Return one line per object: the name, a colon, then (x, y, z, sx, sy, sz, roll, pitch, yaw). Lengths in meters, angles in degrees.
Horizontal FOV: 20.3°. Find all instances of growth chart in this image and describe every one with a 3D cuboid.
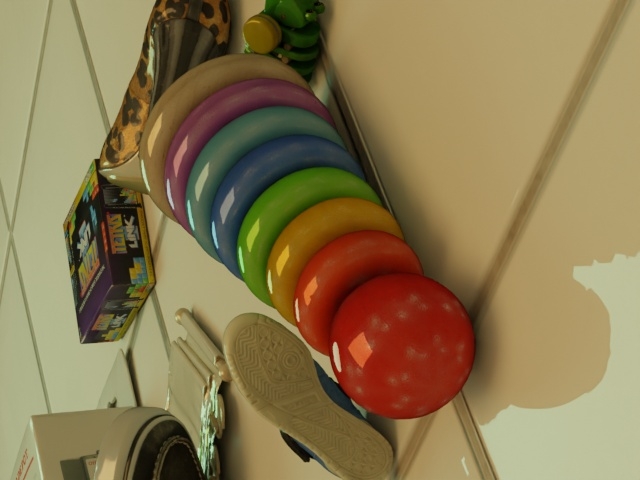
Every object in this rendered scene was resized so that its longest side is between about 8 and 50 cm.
growth chart: (-0.116, 0.183, 1.635, 0.172, 0.021, 0.237, -127, 39, -55)

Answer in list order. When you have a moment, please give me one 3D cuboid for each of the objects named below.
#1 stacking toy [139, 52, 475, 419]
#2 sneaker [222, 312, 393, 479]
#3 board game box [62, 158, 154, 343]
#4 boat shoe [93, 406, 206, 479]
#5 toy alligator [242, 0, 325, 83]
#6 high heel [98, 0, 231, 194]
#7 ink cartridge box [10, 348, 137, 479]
stacking toy: (0.000, 0.000, 1.176, 0.330, 0.141, 0.141, 47, 136, 50)
sneaker: (-0.018, 0.106, 1.233, 0.058, 0.152, 0.084, -49, 16, -8)
board game box: (-0.222, 0.013, 1.853, 0.170, 0.048, 0.141, 127, 137, -60)
boat shoe: (-0.107, 0.306, 1.529, 0.119, 0.121, 0.335, -2, 98, 38)
toy alligator: (-0.020, -0.159, 1.301, 0.051, 0.056, 0.190, 32, 134, 13)
high heel: (-0.130, -0.138, 1.581, 0.261, 0.093, 0.186, 147, 136, -76)
ink cartridge box: (-0.243, 0.310, 1.846, 0.207, 0.119, 0.353, 117, 144, -53)
